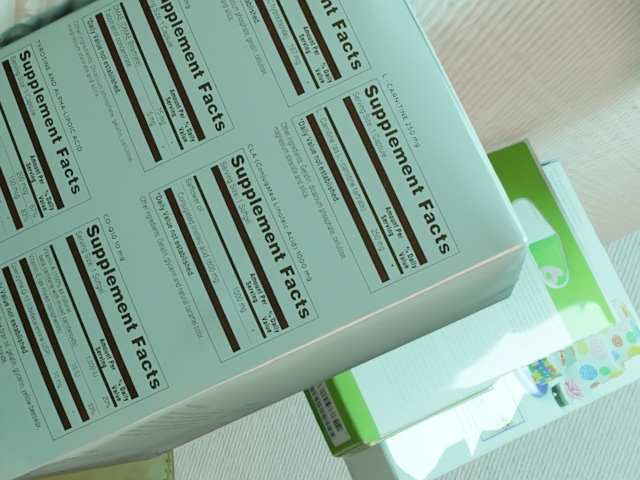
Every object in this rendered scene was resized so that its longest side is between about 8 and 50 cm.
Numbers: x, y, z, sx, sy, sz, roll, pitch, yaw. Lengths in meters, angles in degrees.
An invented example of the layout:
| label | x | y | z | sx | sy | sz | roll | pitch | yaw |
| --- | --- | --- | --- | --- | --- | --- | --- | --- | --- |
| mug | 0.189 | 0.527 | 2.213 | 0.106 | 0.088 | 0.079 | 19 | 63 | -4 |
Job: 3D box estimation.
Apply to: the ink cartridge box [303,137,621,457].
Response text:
| label | x | y | z | sx | sy | sz | roll | pitch | yaw |
| --- | --- | --- | --- | --- | --- | --- | --- | --- | --- |
| ink cartridge box | 0.096 | 0.046 | 0.864 | 0.255 | 0.189 | 0.097 | -20 | 167 | -19 |

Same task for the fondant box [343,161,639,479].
| label | x | y | z | sx | sy | sz | roll | pitch | yaw |
| --- | --- | --- | --- | --- | --- | --- | --- | --- | --- |
| fondant box | 0.144 | 0.081 | 0.998 | 0.330 | 0.238 | 0.096 | -18 | 167 | -26 |

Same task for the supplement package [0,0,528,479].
| label | x | y | z | sx | sy | sz | roll | pitch | yaw |
| --- | --- | --- | --- | --- | --- | --- | --- | --- | --- |
| supplement package | -0.038 | -0.008 | 0.433 | 0.203 | 0.149 | 0.194 | -25 | 169 | 4 |

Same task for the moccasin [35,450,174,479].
| label | x | y | z | sx | sy | sz | roll | pitch | yaw |
| --- | --- | --- | --- | --- | --- | --- | --- | --- | --- |
| moccasin | -0.241 | 0.103 | 0.572 | 0.380 | 0.147 | 0.139 | 12 | 163 | -40 |
